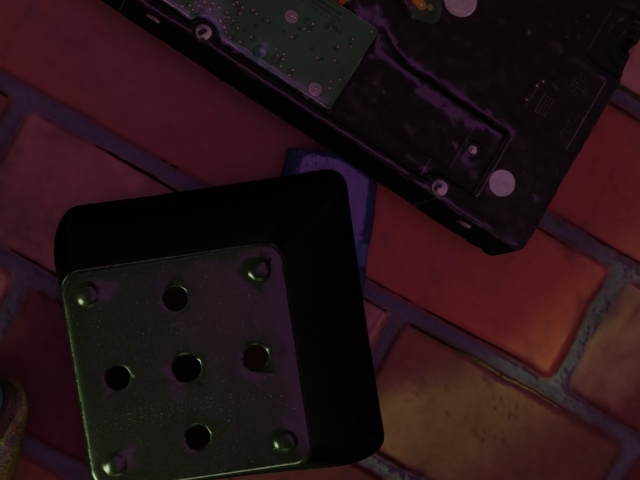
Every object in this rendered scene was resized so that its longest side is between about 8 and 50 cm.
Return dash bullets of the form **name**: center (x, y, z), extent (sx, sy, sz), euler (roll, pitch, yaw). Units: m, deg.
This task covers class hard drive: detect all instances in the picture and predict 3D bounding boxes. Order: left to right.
- **hard drive**: center (0.039, -0.176, 1.077), extent (0.339, 0.064, 0.237), euler (32, 79, -10)

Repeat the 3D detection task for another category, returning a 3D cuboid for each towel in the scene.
- **towel**: center (0.000, 0.000, 1.111), extent (0.067, 0.029, 0.119), euler (9, 92, -9)

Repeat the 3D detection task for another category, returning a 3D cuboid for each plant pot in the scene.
- **plant pot**: center (-0.070, 0.064, 1.015), extent (0.188, 0.167, 0.187), euler (-8, 93, 5)

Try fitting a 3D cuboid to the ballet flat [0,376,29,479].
- **ballet flat**: center (-0.291, 0.230, 1.043), extent (0.348, 0.123, 0.123), euler (-44, 98, -5)
